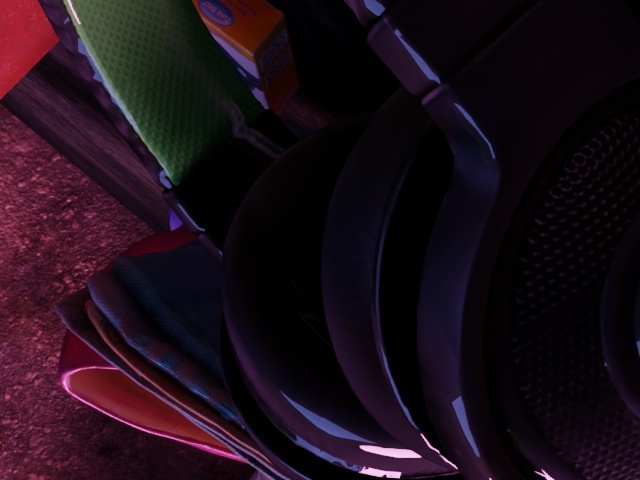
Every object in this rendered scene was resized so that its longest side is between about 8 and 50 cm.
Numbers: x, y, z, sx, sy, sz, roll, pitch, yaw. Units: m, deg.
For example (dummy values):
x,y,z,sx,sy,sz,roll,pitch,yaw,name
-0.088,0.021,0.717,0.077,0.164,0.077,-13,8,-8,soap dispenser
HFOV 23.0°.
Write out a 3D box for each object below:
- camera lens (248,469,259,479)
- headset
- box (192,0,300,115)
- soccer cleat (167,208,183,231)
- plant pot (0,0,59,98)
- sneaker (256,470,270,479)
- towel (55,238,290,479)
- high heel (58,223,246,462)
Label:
x,y,z,sx,sy,sz,roll,pitch,yaw,name
0.059,0.237,1.438,0.219,0.274,0.219,38,173,5,camera lens
0.070,0.001,0.479,0.394,0.185,0.243,51,162,-6,headset
-0.051,-0.102,0.764,0.081,0.028,0.136,37,172,9,box
0.000,0.000,0.960,0.318,0.108,0.116,32,152,48,soccer cleat
-0.221,-0.109,0.583,0.272,0.265,0.272,38,174,5,plant pot
0.002,0.128,1.046,0.114,0.305,0.152,2,144,4,sneaker
0.111,0.088,0.649,0.370,0.040,0.271,33,-154,20,towel
0.056,0.119,0.757,0.377,0.127,0.181,30,-144,7,high heel
